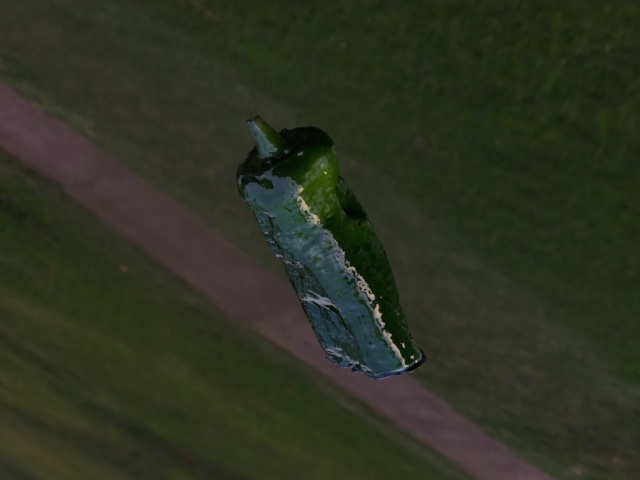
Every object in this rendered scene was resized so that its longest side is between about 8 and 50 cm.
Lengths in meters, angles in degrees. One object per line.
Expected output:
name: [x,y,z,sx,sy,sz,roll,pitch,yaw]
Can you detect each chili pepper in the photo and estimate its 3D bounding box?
chili pepper: [0.000,0.000,1.381,0.270,0.099,0.136,65,177,-24]
